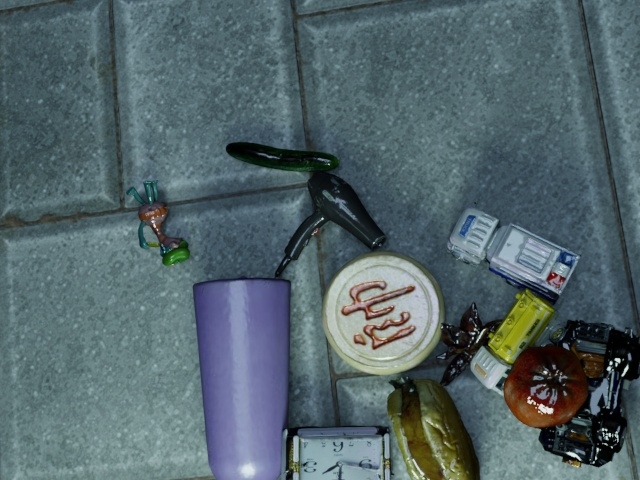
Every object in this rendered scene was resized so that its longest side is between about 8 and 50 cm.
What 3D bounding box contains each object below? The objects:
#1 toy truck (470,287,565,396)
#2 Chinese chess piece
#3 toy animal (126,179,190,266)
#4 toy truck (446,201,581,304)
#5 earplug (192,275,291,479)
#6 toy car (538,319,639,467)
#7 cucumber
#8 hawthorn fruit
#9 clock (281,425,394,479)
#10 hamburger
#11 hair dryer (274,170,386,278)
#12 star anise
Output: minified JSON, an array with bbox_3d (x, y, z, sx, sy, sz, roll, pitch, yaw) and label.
[{"bbox_3d":[0.404,0.210,1.749,0.226,0.114,0.098,-58,36,13],"label":"toy truck"},{"bbox_3d":[0.137,0.157,1.840,0.270,0.112,0.269,-2,80,9],"label":"Chinese chess piece"},{"bbox_3d":[-0.384,-0.036,1.961,0.103,0.100,0.208,-21,89,-35],"label":"toy animal"},{"bbox_3d":[0.405,0.023,1.800,0.268,0.155,0.124,27,85,13],"label":"toy truck"},{"bbox_3d":[-0.160,0.308,1.818,0.215,0.215,0.455,-4,83,8],"label":"earplug"},{"bbox_3d":[0.547,0.314,1.745,0.193,0.118,0.301,11,85,30],"label":"toy car"},{"bbox_3d":[-0.094,-0.193,1.970,0.284,0.056,0.056,9,81,15],"label":"cucumber"},{"bbox_3d":[0.434,0.295,1.670,0.157,0.194,0.156,5,62,-9],"label":"hawthorn fruit"},{"bbox_3d":[0.034,0.485,1.775,0.253,0.083,0.186,5,79,-22],"label":"clock"},{"bbox_3d":[0.234,0.416,1.728,0.133,0.211,0.308,-22,78,9],"label":"hamburger"},{"bbox_3d":[0.000,0.000,1.912,0.271,0.091,0.235,-48,65,12],"label":"hair dryer"},{"bbox_3d":[0.311,0.207,1.804,0.212,0.053,0.157,-32,116,2],"label":"star anise"}]
